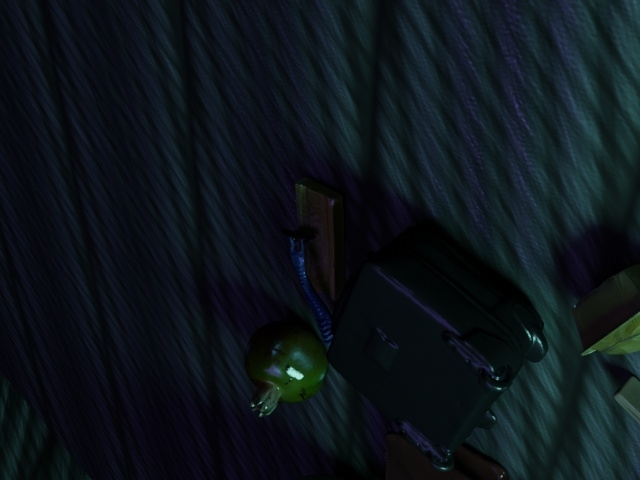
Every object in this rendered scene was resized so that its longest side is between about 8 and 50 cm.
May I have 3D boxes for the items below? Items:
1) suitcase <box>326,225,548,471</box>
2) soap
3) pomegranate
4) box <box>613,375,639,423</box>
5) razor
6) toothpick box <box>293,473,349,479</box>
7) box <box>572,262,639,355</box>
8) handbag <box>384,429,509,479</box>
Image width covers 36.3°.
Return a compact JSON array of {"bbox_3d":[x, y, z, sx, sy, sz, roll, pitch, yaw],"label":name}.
[{"bbox_3d":[0.177,0.174,1.652,0.339,0.188,0.345,39,144,16],"label":"suitcase"},{"bbox_3d":[0.001,0.000,1.829,0.092,0.037,0.252,28,138,29],"label":"soap"},{"bbox_3d":[-0.082,0.269,2.009,0.179,0.210,0.180,24,148,17],"label":"pomegranate"},{"bbox_3d":[0.500,0.261,1.483,0.115,0.048,0.025,45,147,9],"label":"box"},{"bbox_3d":[-0.015,0.094,1.862,0.082,0.042,0.253,8,127,44],"label":"razor"},{"bbox_3d":[0.047,0.747,2.097,0.425,0.409,0.409,33,140,28],"label":"toothpick box"},{"bbox_3d":[0.433,0.104,1.380,0.111,0.111,0.177,47,145,8],"label":"box"},{"bbox_3d":[0.242,0.503,1.953,0.260,0.084,0.276,25,137,33],"label":"handbag"}]
